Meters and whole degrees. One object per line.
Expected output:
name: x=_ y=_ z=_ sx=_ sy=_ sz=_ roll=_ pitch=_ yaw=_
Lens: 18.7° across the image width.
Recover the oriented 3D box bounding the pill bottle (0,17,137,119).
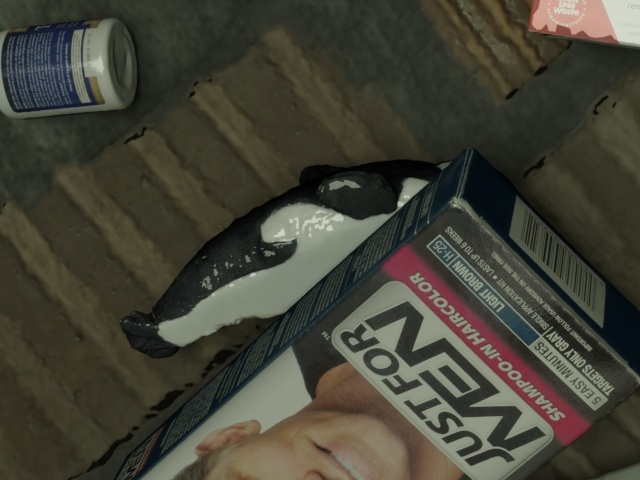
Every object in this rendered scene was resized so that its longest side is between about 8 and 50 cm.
pill bottle: x=-0.198 y=-0.122 z=1.400 sx=0.120 sy=0.067 sz=0.067 roll=-4 pitch=92 yaw=15

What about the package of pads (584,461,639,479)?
package of pads: x=0.164 y=0.251 z=1.206 sx=0.229 sy=0.296 sz=0.101 roll=-20 pitch=108 yaw=14

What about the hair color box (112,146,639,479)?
hair color box: x=0.031 y=0.121 z=1.285 sx=0.174 sy=0.105 sz=0.347 roll=44 pitch=113 yaw=-8

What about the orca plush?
orca plush: x=0.000 y=0.000 z=1.362 sx=0.287 sy=0.102 sz=0.151 roll=-30 pitch=130 yaw=19

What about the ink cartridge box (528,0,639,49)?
ink cartridge box: x=0.211 y=-0.227 z=1.286 sx=0.115 sy=0.067 sz=0.198 roll=9 pitch=95 yaw=15
